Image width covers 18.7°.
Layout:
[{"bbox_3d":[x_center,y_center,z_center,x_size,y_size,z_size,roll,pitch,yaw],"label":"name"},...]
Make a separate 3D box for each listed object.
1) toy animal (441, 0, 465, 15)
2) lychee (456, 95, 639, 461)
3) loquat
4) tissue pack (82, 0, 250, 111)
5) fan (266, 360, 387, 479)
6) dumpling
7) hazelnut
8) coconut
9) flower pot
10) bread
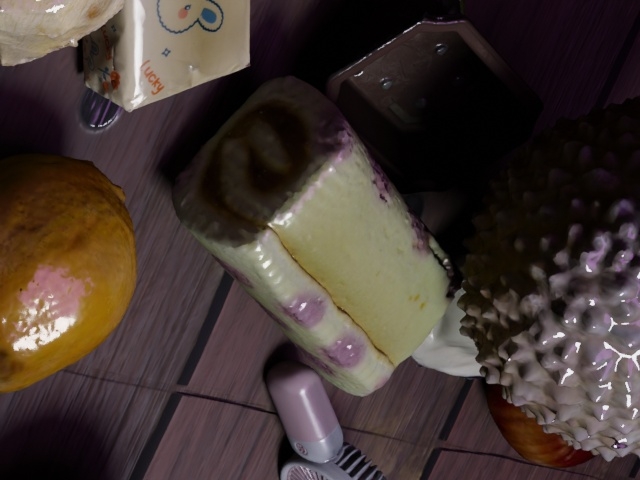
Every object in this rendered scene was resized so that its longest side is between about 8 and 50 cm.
[{"bbox_3d":[0.121,-0.231,2.012,0.075,0.041,0.217,-20,122,-38],"label":"toy animal"},{"bbox_3d":[0.321,0.033,1.964,0.432,0.380,0.380,-2,114,-55],"label":"lychee"},{"bbox_3d":[-0.253,0.030,1.646,0.234,0.176,0.187,-44,123,-26],"label":"loquat"},{"bbox_3d":[-0.133,-0.230,1.676,0.148,0.092,0.196,-26,129,-36],"label":"tissue pack"},{"bbox_3d":[0.000,0.232,2.106,0.074,0.130,0.244,-41,124,-30],"label":"fan"},{"bbox_3d":[0.194,0.088,2.219,0.247,0.142,0.173,-1,120,-16],"label":"dumpling"},{"bbox_3d":[0.298,0.194,2.372,0.204,0.178,0.178,21,96,-44],"label":"hazelnut"},{"bbox_3d":[-0.233,-0.230,1.497,0.194,0.194,0.194,-27,131,-36],"label":"coconut"},{"bbox_3d":[0.102,-0.159,1.959,0.179,0.084,0.251,-31,142,16],"label":"flower pot"},{"bbox_3d":[0.000,0.000,1.922,0.187,0.155,0.338,-47,143,-5],"label":"bread"}]
